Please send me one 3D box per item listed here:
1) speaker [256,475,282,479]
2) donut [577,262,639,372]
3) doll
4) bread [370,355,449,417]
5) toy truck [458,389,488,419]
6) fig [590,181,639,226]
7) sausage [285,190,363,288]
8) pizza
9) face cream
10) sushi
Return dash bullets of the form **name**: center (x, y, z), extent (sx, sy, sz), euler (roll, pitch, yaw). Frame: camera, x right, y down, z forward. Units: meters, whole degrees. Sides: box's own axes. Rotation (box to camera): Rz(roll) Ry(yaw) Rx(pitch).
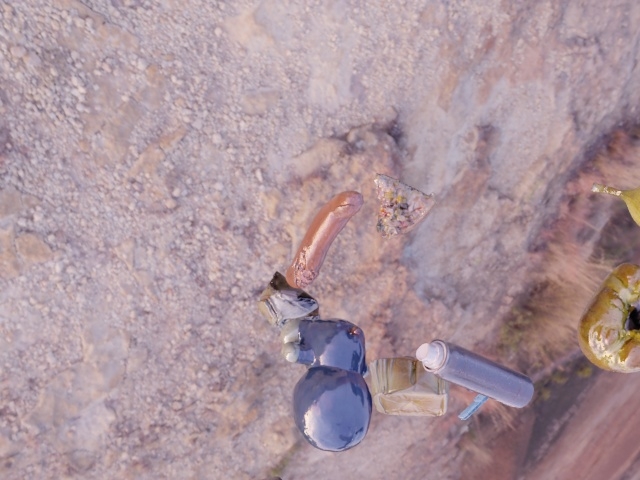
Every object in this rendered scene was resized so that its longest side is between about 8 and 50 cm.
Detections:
- **speaker**: center (-0.261, 0.647, 1.349), extent (0.388, 0.184, 0.180), euler (-22, 164, 22)
- **donut**: center (0.726, 0.192, 1.467), extent (0.261, 0.208, 0.128), euler (-46, 157, -15)
- **doll**: center (0.023, 0.279, 1.228), extent (0.228, 0.258, 0.154), euler (22, 152, -39)
- **bread**: center (0.221, 0.356, 1.551), extent (0.192, 0.110, 0.210), euler (-4, 148, 12)
- **toy truck**: center (0.356, 0.347, 1.463), extent (0.136, 0.074, 0.063), euler (-44, 145, 2)
- **fig**: center (0.728, -0.073, 1.377), extent (0.143, 0.231, 0.160), euler (50, 55, -30)
- **sausage**: center (0.001, 0.000, 1.316), extent (0.078, 0.078, 0.304), euler (-9, 143, -38)
- **pizza**: center (0.205, -0.102, 1.658), extent (0.185, 0.052, 0.195), euler (-39, 117, 5)
- **face cream**: center (0.303, 0.260, 1.235), extent (0.283, 0.073, 0.073), euler (25, 105, -28)
- **sushi**: center (-0.078, 0.199, 1.630), extent (0.109, 0.134, 0.273), euler (-48, 159, -15)
